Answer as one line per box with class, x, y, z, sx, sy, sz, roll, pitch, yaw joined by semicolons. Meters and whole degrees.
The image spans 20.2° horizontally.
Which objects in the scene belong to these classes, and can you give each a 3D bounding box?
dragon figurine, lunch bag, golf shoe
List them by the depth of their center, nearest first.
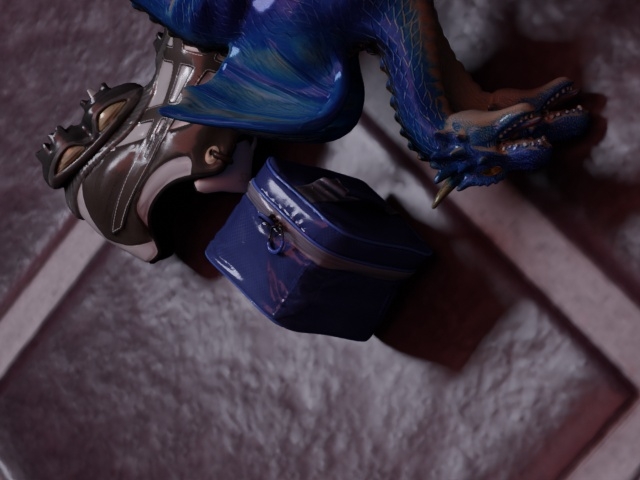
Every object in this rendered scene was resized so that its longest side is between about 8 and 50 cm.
dragon figurine;-0.024;-0.087;0.818;0.289;0.085;0.144;0;94;11
lunch bag;0.000;0.000;0.829;0.067;0.098;0.065;43;107;29
golf shoe;-0.049;-0.073;0.907;0.094;0.077;0.198;48;108;14
